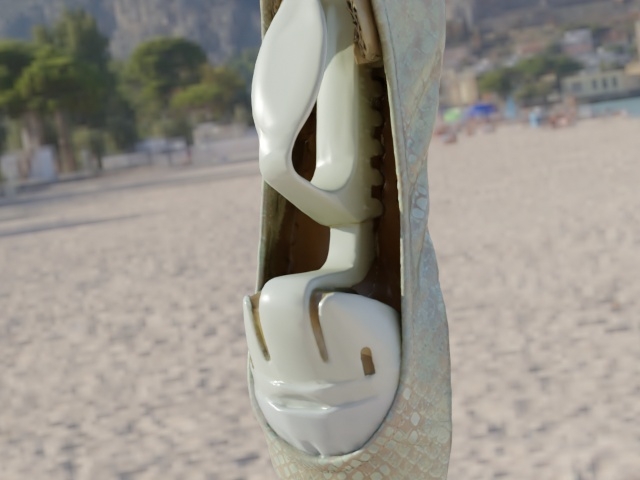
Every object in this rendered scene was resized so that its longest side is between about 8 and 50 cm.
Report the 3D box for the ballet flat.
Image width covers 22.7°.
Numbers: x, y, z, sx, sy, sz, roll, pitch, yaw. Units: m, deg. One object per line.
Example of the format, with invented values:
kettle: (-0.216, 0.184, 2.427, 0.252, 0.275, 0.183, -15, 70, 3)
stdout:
ballet flat: (0.000, 0.000, 0.395, 0.057, 0.168, 0.052, -5, -7, 32)
